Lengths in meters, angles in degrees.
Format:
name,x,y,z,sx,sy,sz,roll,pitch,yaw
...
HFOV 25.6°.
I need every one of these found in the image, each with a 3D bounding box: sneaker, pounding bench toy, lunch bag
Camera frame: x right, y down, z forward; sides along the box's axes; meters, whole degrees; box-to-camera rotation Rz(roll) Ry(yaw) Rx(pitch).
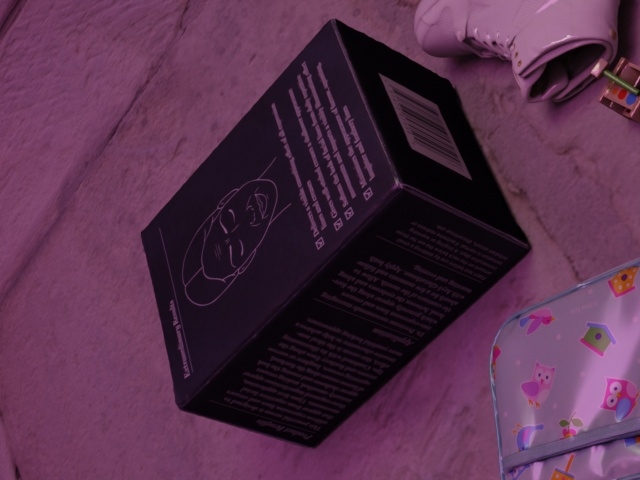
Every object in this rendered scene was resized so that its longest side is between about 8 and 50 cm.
name,x,y,z,sx,sy,sz,roll,pitch,yaw
sneaker,0.212,-0.228,1.596,0.293,0.108,0.169,-18,55,45
pounding bench toy,0.321,-0.151,1.436,0.052,0.083,0.065,-60,36,9
lunch bag,0.287,0.143,1.298,0.279,0.108,0.224,-27,51,41

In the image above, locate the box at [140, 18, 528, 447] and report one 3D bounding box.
name,x,y,z,sx,sy,sz,roll,pitch,yaw
box,0.000,0.000,1.653,0.395,0.212,0.293,-45,42,26
